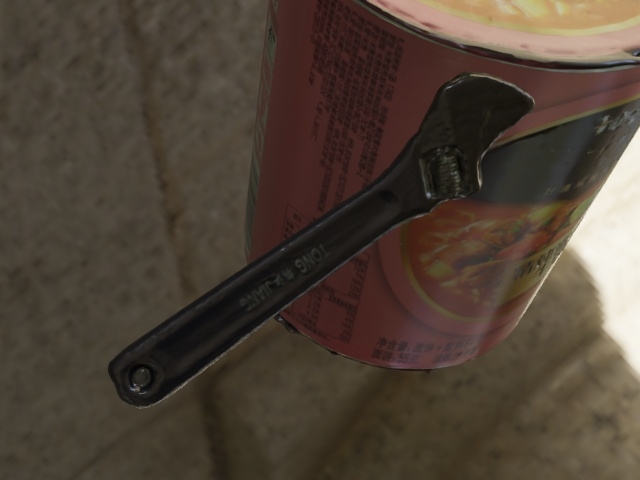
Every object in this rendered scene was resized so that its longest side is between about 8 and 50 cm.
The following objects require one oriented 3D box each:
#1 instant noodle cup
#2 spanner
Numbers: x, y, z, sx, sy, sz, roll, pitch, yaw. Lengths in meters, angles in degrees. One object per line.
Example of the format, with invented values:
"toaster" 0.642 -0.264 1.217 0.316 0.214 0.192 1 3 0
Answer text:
"instant noodle cup" 0.062 -0.075 1.004 0.244 0.244 0.255 -26 147 -34
"spanner" 0.000 0.000 0.802 0.208 0.046 0.012 -36 -168 2
